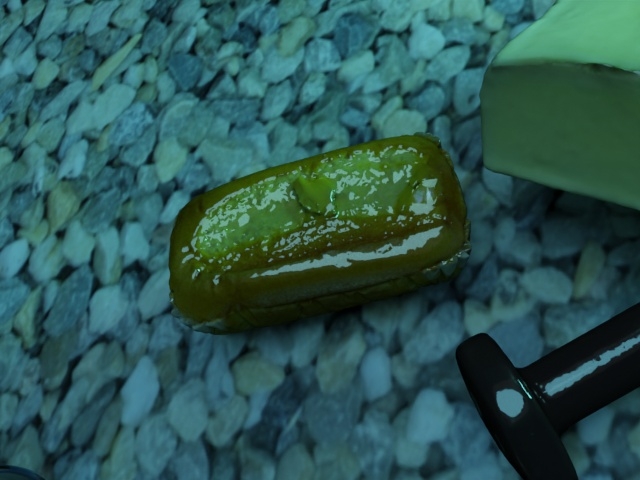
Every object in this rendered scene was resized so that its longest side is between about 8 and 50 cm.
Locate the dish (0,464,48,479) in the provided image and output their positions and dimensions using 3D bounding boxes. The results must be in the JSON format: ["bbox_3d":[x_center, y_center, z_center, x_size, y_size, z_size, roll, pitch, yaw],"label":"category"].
[{"bbox_3d":[-0.284,0.326,0.675,0.236,0.086,0.228,0,64,19],"label":"dish"}]

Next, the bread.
[{"bbox_3d":[0.000,0.000,0.730,0.288,0.119,0.152,-14,63,12],"label":"bread"}]

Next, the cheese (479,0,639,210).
[{"bbox_3d":[0.296,-0.133,0.628,0.242,0.124,0.265,22,44,27],"label":"cheese"}]

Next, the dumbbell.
[{"bbox_3d":[0.228,0.092,0.585,0.225,0.140,0.124,-29,14,3],"label":"dumbbell"}]
